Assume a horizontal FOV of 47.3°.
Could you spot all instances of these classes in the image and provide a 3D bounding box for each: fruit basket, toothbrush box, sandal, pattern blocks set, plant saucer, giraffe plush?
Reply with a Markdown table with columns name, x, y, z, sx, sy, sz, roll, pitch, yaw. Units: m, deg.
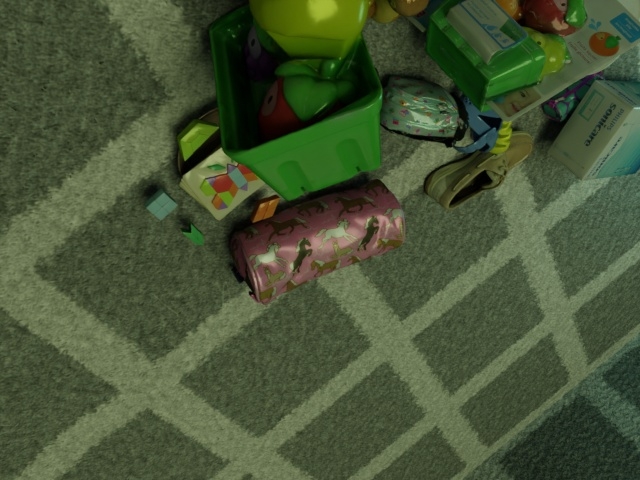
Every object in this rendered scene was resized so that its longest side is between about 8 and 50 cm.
| name | x | y | z | sx | sy | sz | roll | pitch | yaw |
| --- | --- | --- | --- | --- | --- | --- | --- | --- | --- |
| fruit basket | 0.392 | -0.423 | 1.396 | 0.353 | 0.327 | 0.165 | -33 | 158 | -5 |
| fruit basket | -0.041 | -0.303 | 1.113 | 0.283 | 0.392 | 0.392 | -19 | 136 | 8 |
| toothbrush box | 0.745 | -0.278 | 1.840 | 0.295 | 0.126 | 0.216 | -11 | 139 | -41 |
| sandal | 0.355 | -0.300 | 1.600 | 0.138 | 0.126 | 0.317 | -19 | 138 | -12 |
| pattern blocks set | -0.165 | -0.129 | 1.404 | 0.325 | 0.026 | 0.285 | -48 | 136 | 8 |
| plant saucer | -0.183 | -0.176 | 1.398 | 0.199 | 0.036 | 0.198 | -18 | 132 | -21 |
| giraffe plush | 0.148 | -0.469 | 1.295 | 0.181 | 0.170 | 0.210 | -28 | 135 | -13 |

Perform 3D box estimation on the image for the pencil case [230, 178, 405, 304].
| name | x | y | z | sx | sy | sz | roll | pitch | yaw |
| --- | --- | --- | --- | --- | --- | --- | --- | --- | --- |
| pencil case | 0.000 | 0.000 | 1.579 | 0.386 | 0.160 | 0.167 | -22 | 153 | -19 |

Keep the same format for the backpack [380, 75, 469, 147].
| name | x | y | z | sx | sy | sz | roll | pitch | yaw |
| --- | --- | --- | --- | --- | --- | --- | --- | --- | --- |
| backpack | 0.204 | -0.273 | 1.526 | 0.182 | 0.152 | 0.115 | 4 | 116 | -23 |

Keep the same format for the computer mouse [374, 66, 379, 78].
| name | x | y | z | sx | sy | sz | roll | pitch | yaw |
| --- | --- | --- | --- | --- | --- | --- | --- | --- | --- |
| computer mouse | -0.001 | -0.358 | 1.367 | 0.262 | 0.060 | 0.184 | 4 | 126 | -23 |

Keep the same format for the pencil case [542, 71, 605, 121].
| name | x | y | z | sx | sy | sz | roll | pitch | yaw |
| --- | --- | --- | --- | --- | --- | --- | --- | --- | --- |
| pencil case | 0.621 | -0.356 | 1.789 | 0.152 | 0.064 | 0.070 | -38 | 153 | -4 |

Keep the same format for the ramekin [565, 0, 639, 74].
| name | x | y | z | sx | sy | sz | roll | pitch | yaw |
| --- | --- | --- | --- | --- | --- | --- | --- | --- | --- |
| ramekin | 0.582 | -0.489 | 1.610 | 0.273 | 0.127 | 0.273 | -19 | 132 | -22 |

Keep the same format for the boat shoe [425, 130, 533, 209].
| name | x | y | z | sx | sy | sz | roll | pitch | yaw |
| --- | --- | --- | --- | --- | --- | --- | --- | --- | --- |
| boat shoe | 0.401 | -0.164 | 1.762 | 0.302 | 0.098 | 0.109 | -27 | 138 | -14 |
